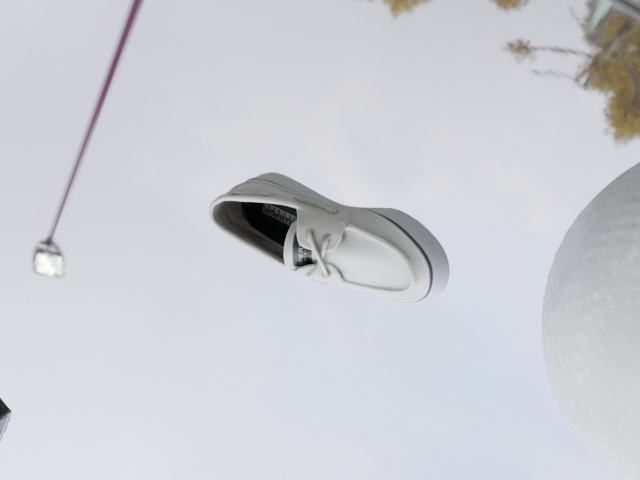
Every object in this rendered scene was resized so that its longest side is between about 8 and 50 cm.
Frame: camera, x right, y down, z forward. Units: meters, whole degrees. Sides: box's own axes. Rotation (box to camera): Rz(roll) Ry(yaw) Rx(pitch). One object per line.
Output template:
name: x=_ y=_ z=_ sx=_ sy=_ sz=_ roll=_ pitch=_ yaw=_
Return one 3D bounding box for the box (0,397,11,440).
box: x=-0.237 y=0.145 z=0.372 sx=0.216 sy=0.270 sz=0.060 roll=-31 pitch=-105 yaw=-38

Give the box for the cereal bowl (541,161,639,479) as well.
cereal bowl: x=0.341 y=0.090 z=0.806 sx=0.339 sy=0.339 sz=0.141 roll=27 pitch=-155 yaw=4

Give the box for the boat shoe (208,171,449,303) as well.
boat shoe: x=0.000 y=0.000 z=1.035 sx=0.267 sy=0.096 sz=0.088 roll=28 pitch=-147 yaw=33
